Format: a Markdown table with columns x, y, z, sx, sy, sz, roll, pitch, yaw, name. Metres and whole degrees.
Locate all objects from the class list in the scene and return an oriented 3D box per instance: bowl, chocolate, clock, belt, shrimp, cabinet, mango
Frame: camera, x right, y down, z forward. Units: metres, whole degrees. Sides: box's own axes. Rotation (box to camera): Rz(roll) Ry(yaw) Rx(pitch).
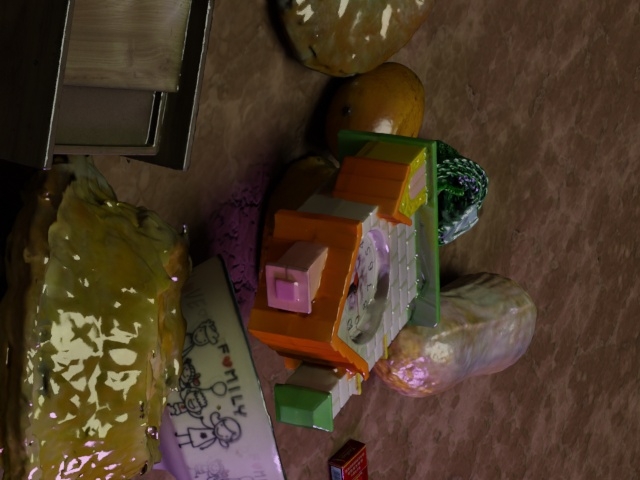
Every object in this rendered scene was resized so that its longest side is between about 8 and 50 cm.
| x | y | z | sx | sy | sz | roll | pitch | yaw | name |
| --- | --- | --- | --- | --- | --- | --- | --- | --- | --- |
| -0.118 | 0.142 | 1.656 | 0.126 | 0.237 | 0.237 | -17 | 130 | -2 | bowl |
| 0.169 | 0.111 | 2.131 | 0.309 | 0.134 | 0.134 | -10 | 112 | -55 | chocolate |
| 0.027 | 0.042 | 1.733 | 0.255 | 0.106 | 0.219 | -49 | 141 | -54 | clock |
| 0.127 | -0.058 | 2.048 | 0.151 | 0.079 | 0.121 | -8 | 121 | -44 | belt |
| 0.086 | -0.371 | 1.847 | 0.445 | 0.085 | 0.272 | -50 | 136 | -27 | shrimp |
| -0.222 | -0.145 | 1.326 | 0.175 | 0.215 | 0.148 | -3 | 106 | -57 | cabinet |
| 0.066 | -0.140 | 1.897 | 0.165 | 0.089 | 0.115 | -51 | 141 | -39 | mango |

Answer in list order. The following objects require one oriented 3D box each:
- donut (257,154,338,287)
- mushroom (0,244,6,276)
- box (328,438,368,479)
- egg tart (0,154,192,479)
| x | y | z | sx | sy | sz | roll | pitch | yaw | name |
| --- | --- | --- | --- | --- | --- | --- | --- | --- | --- |
| 0.000 | 0.000 | 1.879 | 0.162 | 0.065 | 0.178 | -24 | 124 | -51 | donut |
| -0.371 | -0.057 | 1.207 | 0.154 | 0.137 | 0.407 | -30 | 141 | 0 | mushroom |
| 0.035 | 0.289 | 2.103 | 0.051 | 0.023 | 0.082 | -38 | 133 | -42 | box |
| -0.186 | 0.087 | 1.439 | 0.345 | 0.132 | 0.345 | 6 | 90 | -88 | egg tart |
